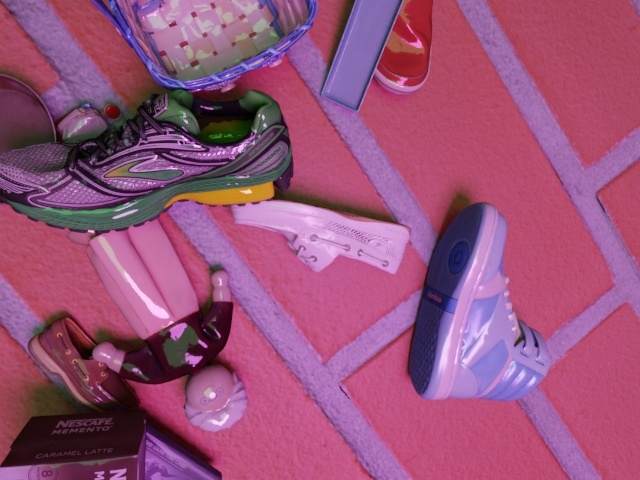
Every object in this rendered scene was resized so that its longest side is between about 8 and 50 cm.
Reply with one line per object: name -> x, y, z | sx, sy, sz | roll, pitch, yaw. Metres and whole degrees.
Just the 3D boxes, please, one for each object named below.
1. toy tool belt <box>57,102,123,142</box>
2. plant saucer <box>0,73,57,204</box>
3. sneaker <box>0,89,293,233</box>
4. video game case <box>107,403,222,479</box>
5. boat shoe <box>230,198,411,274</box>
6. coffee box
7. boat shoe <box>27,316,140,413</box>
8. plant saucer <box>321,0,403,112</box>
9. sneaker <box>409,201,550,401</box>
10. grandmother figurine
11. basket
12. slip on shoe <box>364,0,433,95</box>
toy tool belt -> -0.320, -0.165, 0.555 | 0.083, 0.052, 0.051 | -45, 56, -9
plant saucer -> -0.422, -0.132, 0.536 | 0.168, 0.029, 0.169 | 1, 96, 5
sneaker -> -0.205, -0.113, 0.483 | 0.343, 0.146, 0.134 | -13, 57, -12
video game case -> -0.305, 0.388, 0.562 | 0.274, 0.026, 0.196 | -46, 108, -4
boat shoe -> 0.000, 0.000, 0.597 | 0.277, 0.098, 0.096 | 11, 92, -11
coffee box -> -0.293, 0.350, 0.494 | 0.141, 0.098, 0.247 | 4, 98, -17
boat shoe -> -0.324, 0.183, 0.573 | 0.060, 0.064, 0.178 | -44, 97, -2
plant saucer -> 0.064, -0.290, 0.583 | 0.067, 0.018, 0.192 | 29, 116, 12
sneaker -> 0.278, 0.109, 0.642 | 0.208, 0.127, 0.319 | 12, 102, -8
grandmother figurine -> -0.215, 0.120, 0.570 | 0.207, 0.104, 0.342 | -30, 97, -3
basket -> -0.119, -0.295, 0.457 | 0.254, 0.289, 0.201 | -31, 97, -7
slip on shoe -> 0.118, -0.386, 0.588 | 0.123, 0.101, 0.332 | -1, 96, -11
